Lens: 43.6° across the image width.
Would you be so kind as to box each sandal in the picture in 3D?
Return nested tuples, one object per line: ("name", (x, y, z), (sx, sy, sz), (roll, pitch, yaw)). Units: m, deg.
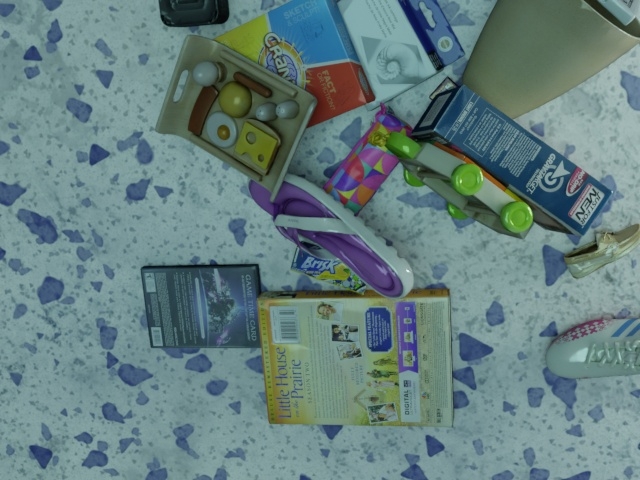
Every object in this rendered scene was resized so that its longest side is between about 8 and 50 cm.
("sandal", (0.001, -0.010, 1.618), (0.416, 0.102, 0.169), (33, 146, 17))

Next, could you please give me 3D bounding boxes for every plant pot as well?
("plant pot", (0.394, -0.359, 1.466), (0.256, 0.256, 0.274), (42, 125, -2))

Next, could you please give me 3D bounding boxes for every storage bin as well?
("storage bin", (-0.260, -0.526, 1.613), (0.122, 0.084, 0.180), (-2, 105, 12))

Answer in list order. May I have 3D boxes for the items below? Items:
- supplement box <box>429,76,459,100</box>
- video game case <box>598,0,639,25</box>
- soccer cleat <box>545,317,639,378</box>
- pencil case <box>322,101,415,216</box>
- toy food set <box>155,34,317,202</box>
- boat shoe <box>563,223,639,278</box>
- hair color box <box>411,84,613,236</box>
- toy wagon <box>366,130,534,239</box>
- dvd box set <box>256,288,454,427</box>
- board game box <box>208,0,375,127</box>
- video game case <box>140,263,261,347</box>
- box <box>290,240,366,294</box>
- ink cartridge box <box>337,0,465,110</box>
("supplement box", (0.265, -0.279, 1.596), (0.083, 0.043, 0.055), (42, 108, -3))
("video game case", (0.483, -0.485, 1.411), (0.206, 0.227, 0.026), (42, 130, -1))
("soccer cleat", (0.619, 0.216, 1.603), (0.331, 0.143, 0.116), (-16, 101, 15))
("pencil case", (0.097, -0.160, 1.630), (0.104, 0.104, 0.236), (35, 108, 1))
("toy food set", (-0.171, -0.240, 1.573), (0.306, 0.092, 0.219), (32, 115, 17))
("boat shoe", (0.568, 0.012, 1.603), (0.170, 0.063, 0.059), (-35, 101, 18))
("hair color box", (0.354, -0.146, 1.509), (0.347, 0.174, 0.105), (33, 90, -9))
("toy wagon", (0.243, -0.115, 1.503), (0.344, 0.267, 0.068), (35, 88, -16))
("dvd box set", (0.079, 0.260, 1.761), (0.420, 0.062, 0.307), (-2, 104, 11))
("board game box", (-0.080, -0.334, 1.611), (0.316, 0.064, 0.242), (-19, 100, 25))
("video game case", (-0.267, 0.151, 1.819), (0.274, 0.026, 0.196), (-2, 104, 10))
("box", (0.025, 0.058, 1.723), (0.169, 0.054, 0.059), (18, 107, 5))
("ink cartridge box", (0.138, -0.405, 1.587), (0.224, 0.045, 0.223), (-29, 97, 16))
